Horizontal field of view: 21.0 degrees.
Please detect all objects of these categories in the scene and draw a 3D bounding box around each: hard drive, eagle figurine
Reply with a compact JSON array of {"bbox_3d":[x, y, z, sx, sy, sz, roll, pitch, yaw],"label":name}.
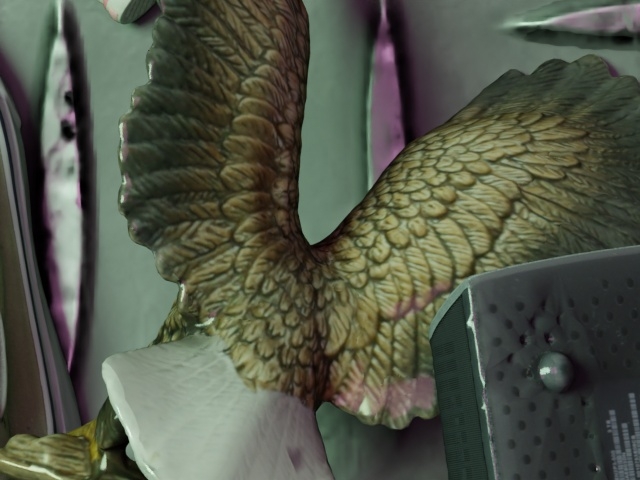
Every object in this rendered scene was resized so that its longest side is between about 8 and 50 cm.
[{"bbox_3d":[0.155,0.087,0.667,0.255,0.054,0.172,-3,81,-33],"label":"hard drive"},{"bbox_3d":[-0.007,-0.003,0.719,0.225,0.226,0.298,28,85,34],"label":"eagle figurine"}]

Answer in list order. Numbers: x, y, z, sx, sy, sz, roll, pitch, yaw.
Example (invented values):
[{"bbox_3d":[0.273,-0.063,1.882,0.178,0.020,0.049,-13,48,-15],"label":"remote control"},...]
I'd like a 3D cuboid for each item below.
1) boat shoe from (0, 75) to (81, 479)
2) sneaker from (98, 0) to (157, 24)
[{"bbox_3d":[-0.184,-0.013,0.788,0.109,0.094,0.302,-24,74,0],"label":"boat shoe"},{"bbox_3d":[-0.075,-0.175,0.840,0.070,0.051,0.134,43,88,10],"label":"sneaker"}]
